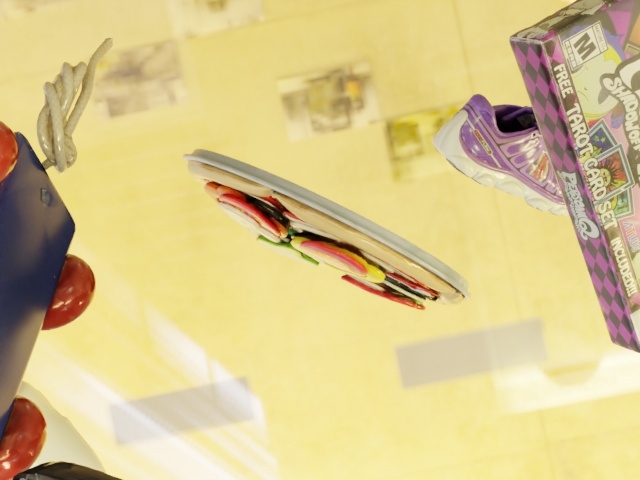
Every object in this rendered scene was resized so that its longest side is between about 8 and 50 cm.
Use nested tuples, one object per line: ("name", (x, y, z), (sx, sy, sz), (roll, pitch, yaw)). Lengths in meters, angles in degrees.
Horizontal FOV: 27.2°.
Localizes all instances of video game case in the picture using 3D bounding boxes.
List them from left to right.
("video game case", (0.248, -0.074, 0.878), (0.210, 0.232, 0.042), (-30, -157, -18))

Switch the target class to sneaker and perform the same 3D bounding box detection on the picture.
("sneaker", (0.169, -0.070, 1.055), (0.170, 0.068, 0.071), (16, 119, -41))

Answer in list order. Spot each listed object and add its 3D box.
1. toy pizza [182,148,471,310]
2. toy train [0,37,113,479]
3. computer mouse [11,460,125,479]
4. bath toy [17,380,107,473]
("toy pizza", (0.000, 0.000, 0.832), (0.201, 0.032, 0.201), (26, 176, 2))
("toy train", (-0.185, -0.002, 0.608), (0.143, 0.105, 0.248), (-8, -138, 16))
("computer mouse", (0.005, 0.147, 0.456), (0.262, 0.060, 0.184), (26, 155, -3))
("bath toy", (-0.225, 0.238, 0.767), (0.348, 0.129, 0.151), (-62, -178, -42))
